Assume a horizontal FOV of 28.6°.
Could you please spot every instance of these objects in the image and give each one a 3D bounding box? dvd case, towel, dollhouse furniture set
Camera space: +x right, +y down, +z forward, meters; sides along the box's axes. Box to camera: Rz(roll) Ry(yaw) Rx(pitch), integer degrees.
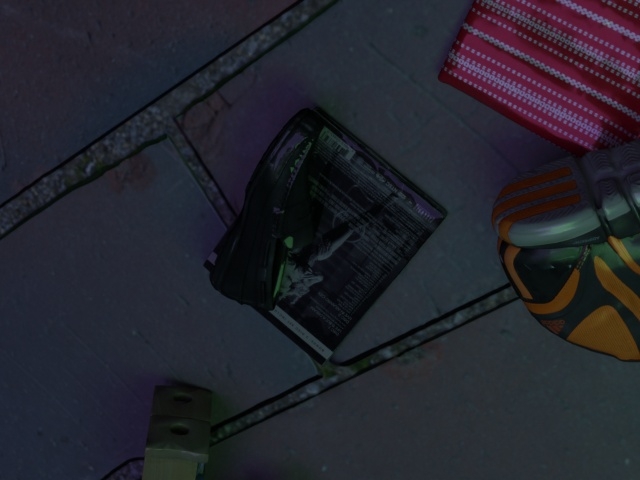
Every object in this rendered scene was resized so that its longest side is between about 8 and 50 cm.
[{"bbox_3d":[0.000,0.000,1.253,0.164,0.018,0.221,40,119,4],"label":"dvd case"},{"bbox_3d":[0.240,-0.206,1.064,0.199,0.031,0.275,32,119,10],"label":"towel"},{"bbox_3d":[-0.098,0.251,1.350,0.184,0.129,0.129,7,114,-6],"label":"dollhouse furniture set"}]

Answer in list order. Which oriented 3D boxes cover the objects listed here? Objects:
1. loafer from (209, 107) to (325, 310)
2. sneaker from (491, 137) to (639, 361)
[{"bbox_3d":[-0.037,-0.026,1.208,0.078,0.076,0.223,28,123,5],"label":"loafer"},{"bbox_3d":[0.318,-0.005,1.072,0.321,0.124,0.180,-14,125,15],"label":"sneaker"}]
